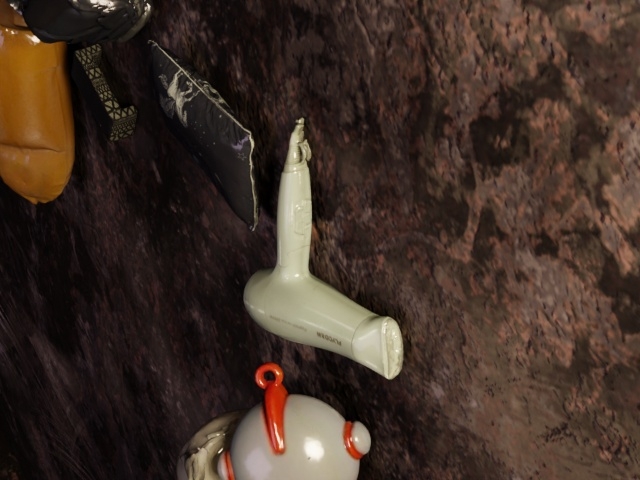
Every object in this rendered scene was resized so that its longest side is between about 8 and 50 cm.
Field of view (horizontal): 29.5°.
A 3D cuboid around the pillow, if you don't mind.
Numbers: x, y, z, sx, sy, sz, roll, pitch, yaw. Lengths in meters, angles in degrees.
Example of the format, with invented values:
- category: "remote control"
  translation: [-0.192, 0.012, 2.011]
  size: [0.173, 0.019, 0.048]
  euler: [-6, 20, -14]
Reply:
- category: "pillow"
  translation: [-0.124, -0.119, 1.316]
  size: [0.208, 0.055, 0.141]
  euler: [49, 155, 35]

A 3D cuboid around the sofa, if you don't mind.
- category: "sofa"
  translation: [-0.283, -0.192, 1.586]
  size: [0.118, 0.039, 0.060]
  euler: [58, 154, 18]

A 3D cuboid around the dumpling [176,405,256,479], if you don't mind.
- category: "dumpling"
  translation: [-0.098, 0.290, 1.436]
  size: [0.142, 0.247, 0.173]
  euler: [-22, 88, 20]

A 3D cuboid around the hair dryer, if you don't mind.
- category: "hair dryer"
  translation: [0.000, 0.000, 1.187]
  size: [0.206, 0.075, 0.237]
  euler: [18, 118, 50]

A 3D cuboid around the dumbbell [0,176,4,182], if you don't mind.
- category: "dumbbell"
  translation: [-0.490, -0.194, 1.917]
  size: [0.100, 0.100, 0.191]
  euler: [-3, 107, 63]

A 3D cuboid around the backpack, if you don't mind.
- category: "backpack"
  translation: [-0.297, -0.352, 1.401]
  size: [0.206, 0.133, 0.258]
  euler: [-13, 92, 61]

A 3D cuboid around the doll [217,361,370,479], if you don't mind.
- category: "doll"
  translation: [-0.012, 0.290, 1.321]
  size: [0.105, 0.199, 0.337]
  euler: [-48, -60, -72]

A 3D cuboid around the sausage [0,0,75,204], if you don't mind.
- category: "sausage"
  translation: [-0.424, -0.193, 1.761]
  size: [0.354, 0.134, 0.116]
  euler: [102, 173, -49]
